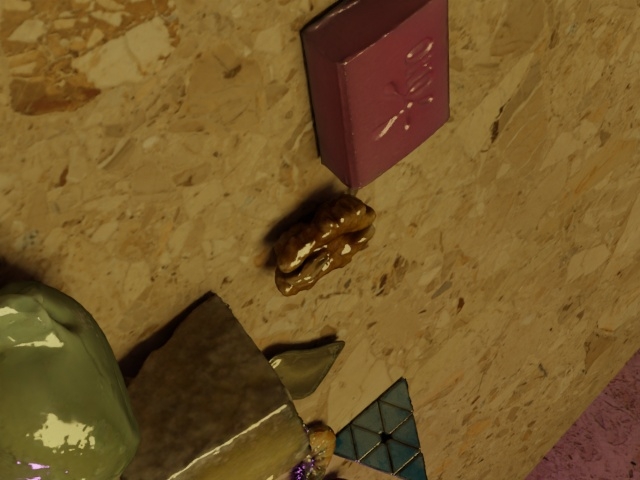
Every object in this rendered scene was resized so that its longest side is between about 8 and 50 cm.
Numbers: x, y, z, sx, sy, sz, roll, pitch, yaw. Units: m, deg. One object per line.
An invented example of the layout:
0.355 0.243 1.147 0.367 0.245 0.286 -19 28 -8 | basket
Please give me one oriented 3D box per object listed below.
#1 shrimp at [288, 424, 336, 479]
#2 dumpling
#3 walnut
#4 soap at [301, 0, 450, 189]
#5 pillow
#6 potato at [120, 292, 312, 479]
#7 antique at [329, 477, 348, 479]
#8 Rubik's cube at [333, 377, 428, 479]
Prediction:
-0.067 0.442 2.198 0.198 0.051 0.262 -17 138 -35 | shrimp
-0.299 0.175 1.260 0.321 0.211 0.270 59 38 -27 | dumpling
0.000 0.000 1.669 0.170 0.069 0.143 -33 151 -25 | walnut
0.076 -0.202 1.495 0.181 0.081 0.259 -38 152 -19 | soap
-0.043 0.214 1.930 0.217 0.033 0.130 0 128 -56 | pillow
-0.168 0.243 1.604 0.264 0.211 0.189 -33 152 -20 | potato
0.038 0.520 2.391 0.104 0.104 0.104 -35 151 -23 | antique
0.098 0.402 2.293 0.178 0.190 0.211 -5 129 -31 | Rubik's cube
